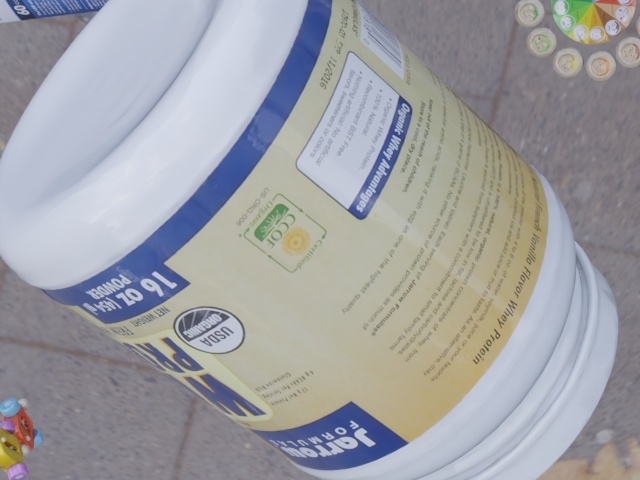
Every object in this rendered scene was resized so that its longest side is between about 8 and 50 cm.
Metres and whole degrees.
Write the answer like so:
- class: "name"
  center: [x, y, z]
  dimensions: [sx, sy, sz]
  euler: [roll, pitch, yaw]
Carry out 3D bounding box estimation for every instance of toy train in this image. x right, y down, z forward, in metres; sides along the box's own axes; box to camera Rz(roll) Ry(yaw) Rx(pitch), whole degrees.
- class: "toy train"
  center: [-0.322, 0.165, 1.234]
  dimensions: [0.046, 0.166, 0.125]
  euler: [-26, 37, 2]

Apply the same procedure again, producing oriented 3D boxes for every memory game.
- class: "memory game"
  center: [0.320, -0.279, 1.528]
  dimensions: [0.186, 0.012, 0.186]
  euler: [4, 106, 15]

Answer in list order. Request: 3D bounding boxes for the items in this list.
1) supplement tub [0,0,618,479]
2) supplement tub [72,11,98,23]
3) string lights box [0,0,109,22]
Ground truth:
- class: "supplement tub"
  center: [0.000, 0.000, 0.738]
  dimensions: [0.316, 0.228, 0.228]
  euler: [39, 81, -28]
- class: "supplement tub"
  center: [-0.191, -0.358, 1.582]
  dimensions: [0.315, 0.193, 0.194]
  euler: [-4, 76, -17]
- class: "string lights box"
  center: [-0.240, -0.294, 1.282]
  dimensions: [0.259, 0.133, 0.077]
  euler: [-3, 59, 15]
